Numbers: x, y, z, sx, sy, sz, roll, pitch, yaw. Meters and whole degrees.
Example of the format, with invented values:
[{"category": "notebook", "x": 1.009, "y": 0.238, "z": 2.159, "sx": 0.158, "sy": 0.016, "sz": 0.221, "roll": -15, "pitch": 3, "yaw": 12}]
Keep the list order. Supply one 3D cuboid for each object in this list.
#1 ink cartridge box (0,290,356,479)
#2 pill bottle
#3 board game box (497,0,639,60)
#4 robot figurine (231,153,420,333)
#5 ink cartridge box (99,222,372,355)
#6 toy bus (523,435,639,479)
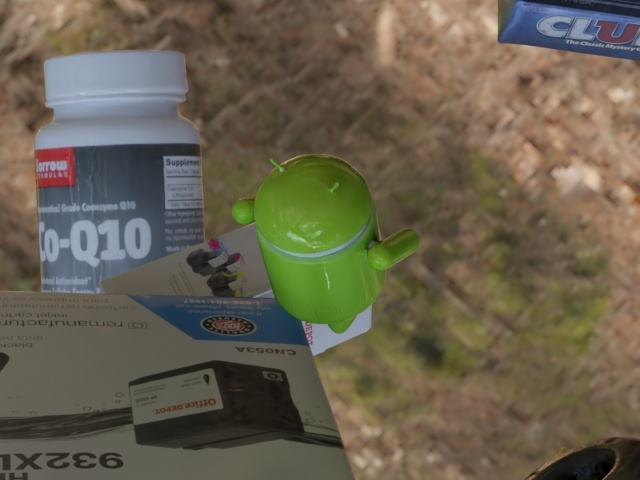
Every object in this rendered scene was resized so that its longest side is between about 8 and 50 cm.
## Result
[{"category": "ink cartridge box", "x": -0.104, "y": 0.152, "z": 1.044, "sx": 0.307, "sy": 0.223, "sz": 0.129, "roll": -112, "pitch": 27, "yaw": -63}, {"category": "pill bottle", "x": -0.192, "y": -0.036, "z": 1.732, "sx": 0.161, "sy": 0.161, "sz": 0.283, "roll": -1, "pitch": 92, "yaw": 59}, {"category": "board game box", "x": 0.216, "y": -0.168, "z": 0.952, "sx": 0.243, "sy": 0.165, "sz": 0.042, "roll": 6, "pitch": 155, "yaw": -9}, {"category": "robot figurine", "x": 0.000, "y": 0.000, "z": 0.997, "sx": 0.101, "sy": 0.067, "sz": 0.115, "roll": 19, "pitch": 146, "yaw": 26}, {"category": "ink cartridge box", "x": -0.057, "y": 0.047, "z": 1.272, "sx": 0.104, "sy": 0.181, "sz": 0.061, "roll": 89, "pitch": 155, "yaw": -53}, {"category": "toy bus", "x": 0.101, "y": 0.197, "z": 0.725, "sx": 0.149, "sy": 0.211, "sz": 0.220, "roll": 63, "pitch": 164, "yaw": -12}]
